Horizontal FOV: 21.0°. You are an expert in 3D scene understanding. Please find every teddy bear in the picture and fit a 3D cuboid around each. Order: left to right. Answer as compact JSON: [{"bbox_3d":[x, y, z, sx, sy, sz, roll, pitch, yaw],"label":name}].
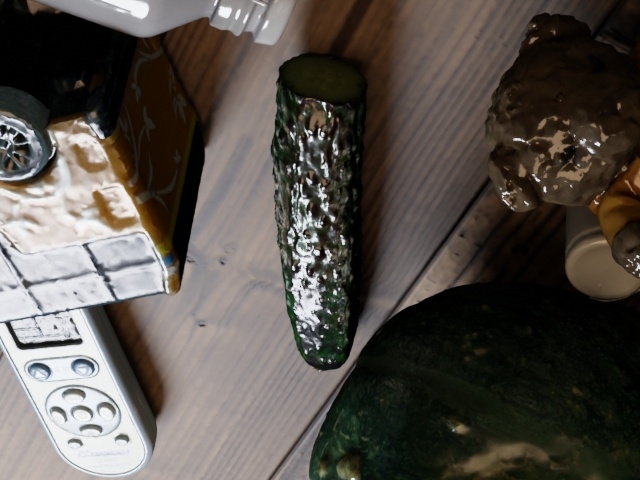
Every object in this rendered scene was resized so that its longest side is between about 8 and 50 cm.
[{"bbox_3d":[0.197,-0.063,1.079,0.190,0.177,0.140,18,169,-11],"label":"teddy bear"}]

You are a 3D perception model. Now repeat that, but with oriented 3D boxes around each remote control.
[{"bbox_3d":[-0.194,0.095,1.347,0.087,0.047,0.244,-4,132,17],"label":"remote control"}]

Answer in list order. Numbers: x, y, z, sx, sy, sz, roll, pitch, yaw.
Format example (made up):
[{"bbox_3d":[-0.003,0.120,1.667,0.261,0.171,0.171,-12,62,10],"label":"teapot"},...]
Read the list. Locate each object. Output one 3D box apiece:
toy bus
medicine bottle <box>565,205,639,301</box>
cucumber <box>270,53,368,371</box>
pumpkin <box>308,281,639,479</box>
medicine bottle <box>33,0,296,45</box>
[{"bbox_3d":[-0.251,-0.044,1.154,0.323,0.162,0.194,-11,132,16],"label":"toy bus"},{"bbox_3d":[0.193,-0.009,1.160,0.057,0.089,0.057,4,132,5],"label":"medicine bottle"},{"bbox_3d":[0.000,0.000,1.218,0.067,0.067,0.293,4,133,5],"label":"cucumber"},{"bbox_3d":[0.158,0.131,1.207,0.293,0.197,0.263,20,180,-41],"label":"pumpkin"},{"bbox_3d":[-0.112,-0.192,1.012,0.215,0.135,0.135,18,132,-8],"label":"medicine bottle"}]
